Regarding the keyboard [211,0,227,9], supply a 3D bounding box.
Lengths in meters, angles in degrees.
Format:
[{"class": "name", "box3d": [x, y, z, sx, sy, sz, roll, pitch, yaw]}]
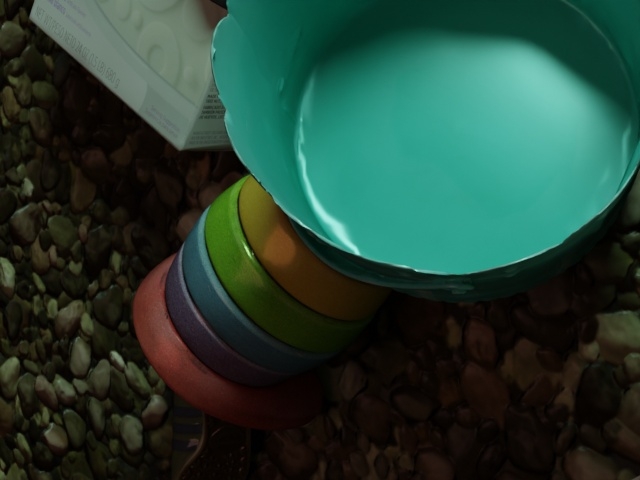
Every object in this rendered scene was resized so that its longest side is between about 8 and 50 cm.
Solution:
[{"class": "keyboard", "box3d": [0.040, -0.281, 0.956, 0.317, 0.033, 0.202, -6, 103, 24]}]

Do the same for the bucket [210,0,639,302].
[{"class": "bucket", "box3d": [0.080, -0.095, 0.834, 0.281, 0.183, 0.281, -2, 75, 9]}]

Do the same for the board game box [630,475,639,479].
[{"class": "board game box", "box3d": [0.235, 0.208, 0.915, 0.154, 0.026, 0.103, -39, 68, 38]}]

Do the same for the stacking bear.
[{"class": "stacking bear", "box3d": [0.000, 0.000, 1.032, 0.289, 0.164, 0.175, -44, 65, 31]}]

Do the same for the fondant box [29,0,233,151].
[{"class": "fondant box", "box3d": [-0.101, -0.274, 1.132, 0.238, 0.096, 0.330, 40, 118, 32]}]

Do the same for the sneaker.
[{"class": "sneaker", "box3d": [-0.099, 0.156, 1.202, 0.086, 0.064, 0.192, -117, 33, -51]}]
